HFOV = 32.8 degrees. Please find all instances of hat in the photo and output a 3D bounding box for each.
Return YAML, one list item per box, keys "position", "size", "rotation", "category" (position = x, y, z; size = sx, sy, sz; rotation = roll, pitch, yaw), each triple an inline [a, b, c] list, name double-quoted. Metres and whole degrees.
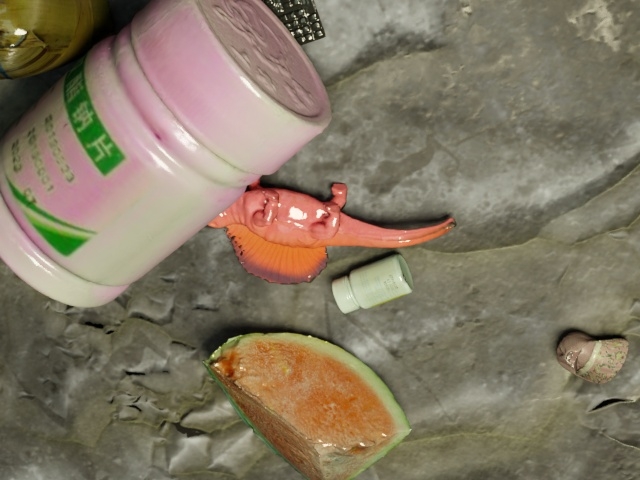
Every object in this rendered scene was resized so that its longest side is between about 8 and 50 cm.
- position: [0.298, 0.124, 1.207]
  size: [0.087, 0.042, 0.058]
  rotation: [-1, 118, -27]
  category: "hat"

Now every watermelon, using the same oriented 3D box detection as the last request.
- position: [-0.026, 0.200, 1.262]
  size: [0.231, 0.128, 0.146]
  rotation: [37, 140, 8]
  category: "watermelon"

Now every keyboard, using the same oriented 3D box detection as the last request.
- position: [-0.056, -0.297, 1.118]
  size: [0.061, 0.013, 0.204]
  rotation: [-16, 107, 15]
  category: "keyboard"

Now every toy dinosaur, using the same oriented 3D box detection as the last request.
- position: [-0.005, 0.005, 1.203]
  size: [0.286, 0.070, 0.139]
  rotation: [13, 122, 1]
  category: "toy dinosaur"

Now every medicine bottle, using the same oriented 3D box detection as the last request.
- position: [0.058, 0.049, 1.209]
  size: [0.083, 0.047, 0.047]
  rotation: [-22, 105, 17]
  category: "medicine bottle"
- position: [-0.175, -0.100, 1.100]
  size: [0.325, 0.212, 0.212]
  rotation: [-36, 101, 23]
  category: "medicine bottle"

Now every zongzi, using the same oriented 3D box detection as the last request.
- position: [-0.372, -0.210, 1.074]
  size: [0.289, 0.260, 0.123]
  rotation: [-9, 100, 11]
  category: "zongzi"
